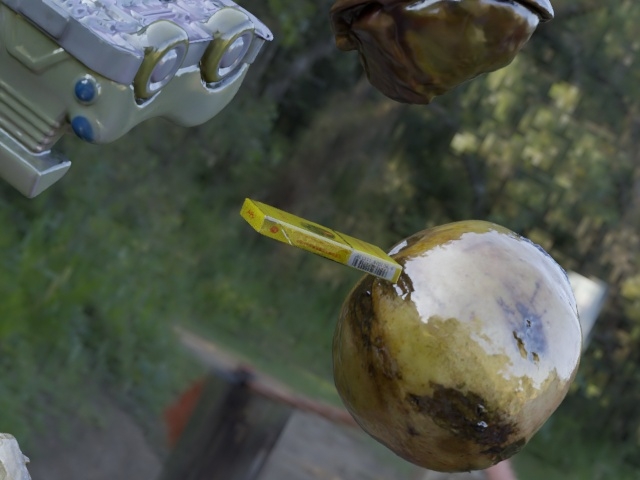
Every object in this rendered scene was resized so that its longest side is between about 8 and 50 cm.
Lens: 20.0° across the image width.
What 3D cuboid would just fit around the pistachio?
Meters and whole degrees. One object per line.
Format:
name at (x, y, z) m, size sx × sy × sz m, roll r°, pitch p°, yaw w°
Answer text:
pistachio at (0.094, -0.176, 1.445) m, size 0.165 × 0.131 × 0.210 m, roll -6°, pitch 0°, yaw -39°

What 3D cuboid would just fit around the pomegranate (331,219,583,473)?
pomegranate at (0.161, 0.121, 2.146) m, size 0.322 × 0.322 × 0.322 m, roll 29°, pitch -1°, yaw 0°

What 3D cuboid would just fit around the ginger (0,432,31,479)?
ginger at (-0.230, 0.240, 1.521) m, size 0.173 × 0.051 × 0.069 m, roll 60°, pitch 29°, yaw -15°

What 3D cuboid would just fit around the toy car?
toy car at (-0.241, -0.198, 1.963) m, size 0.242 × 0.226 × 0.336 m, roll 36°, pitch 21°, yaw 12°

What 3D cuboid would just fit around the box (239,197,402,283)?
box at (0.000, 0.000, 1.824) m, size 0.155 × 0.023 × 0.087 m, roll 21°, pitch 10°, yaw -19°
